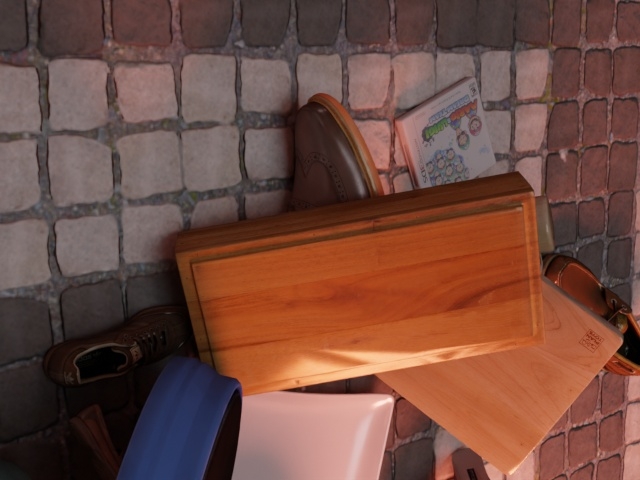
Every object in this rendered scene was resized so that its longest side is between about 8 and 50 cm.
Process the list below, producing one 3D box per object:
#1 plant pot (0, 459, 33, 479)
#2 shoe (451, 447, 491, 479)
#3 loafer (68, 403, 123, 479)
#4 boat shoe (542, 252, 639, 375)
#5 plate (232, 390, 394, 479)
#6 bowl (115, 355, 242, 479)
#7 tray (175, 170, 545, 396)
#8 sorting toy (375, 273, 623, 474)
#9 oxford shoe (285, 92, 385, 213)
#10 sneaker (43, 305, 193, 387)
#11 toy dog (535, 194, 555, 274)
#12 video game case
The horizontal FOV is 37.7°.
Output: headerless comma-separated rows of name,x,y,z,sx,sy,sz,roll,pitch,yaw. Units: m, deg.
plant pot,-0.404,0.277,0.850,0.255,0.272,0.271,27,82,-52
shoe,0.236,0.399,1.426,0.064,0.178,0.081,-10,112,4
loafer,-0.246,0.247,1.091,0.039,0.045,0.125,-40,118,-33
boat shoe,0.478,0.125,1.588,0.307,0.104,0.110,42,73,-35
plate,-0.036,0.333,1.267,0.277,0.045,0.277,9,93,-39
bowl,-0.158,0.319,0.981,0.077,0.391,0.390,13,91,2
tray,0.052,0.058,1.117,0.411,0.076,0.202,-10,113,-1
sorting toy,0.237,0.142,1.298,0.255,0.257,0.089,-57,169,21
oxford shoe,0.000,0.000,1.184,0.133,0.130,0.363,-17,108,-28
sneaker,-0.216,0.129,1.072,0.188,0.071,0.066,-20,110,-33
toy dog,0.288,0.086,1.404,0.161,0.220,0.333,-27,127,-66
video game case,0.186,-0.143,1.366,0.157,0.019,0.143,-33,117,-29
